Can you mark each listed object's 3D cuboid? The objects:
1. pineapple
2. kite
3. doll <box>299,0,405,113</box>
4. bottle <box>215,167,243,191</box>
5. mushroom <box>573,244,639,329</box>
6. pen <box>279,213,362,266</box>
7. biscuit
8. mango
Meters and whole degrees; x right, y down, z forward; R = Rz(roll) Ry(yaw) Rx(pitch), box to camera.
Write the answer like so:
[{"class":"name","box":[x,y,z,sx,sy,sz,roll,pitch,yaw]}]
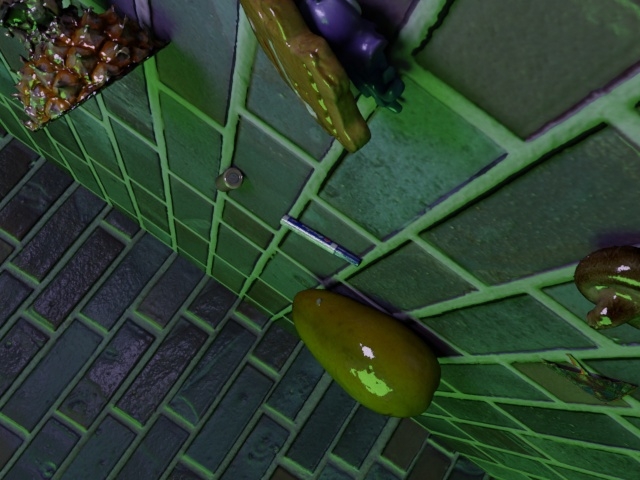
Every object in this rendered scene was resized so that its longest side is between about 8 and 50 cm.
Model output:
[{"class":"pineapple","box":[-0.407,-0.339,0.855,0.262,0.262,0.272,9,138,55]},{"class":"kite","box":[0.487,0.252,1.057,0.159,0.010,0.190,47,158,-29]},{"class":"doll","box":[0.037,-0.197,0.617,0.110,0.067,0.206,35,179,37]},{"class":"bottle","box":[-0.199,-0.129,1.265,0.045,0.045,0.096,40,164,-16]},{"class":"mushroom","box":[0.355,0.055,0.664,0.126,0.085,0.109,35,128,6]},{"class":"pen","box":[0.000,0.000,1.272,0.204,0.025,0.025,30,162,14]},{"class":"biscuit","box":[-0.028,-0.193,0.623,0.249,0.035,0.184,56,179,37]},{"class":"mango","box":[0.099,0.276,1.497,0.445,0.221,0.301,32,165,19]}]
